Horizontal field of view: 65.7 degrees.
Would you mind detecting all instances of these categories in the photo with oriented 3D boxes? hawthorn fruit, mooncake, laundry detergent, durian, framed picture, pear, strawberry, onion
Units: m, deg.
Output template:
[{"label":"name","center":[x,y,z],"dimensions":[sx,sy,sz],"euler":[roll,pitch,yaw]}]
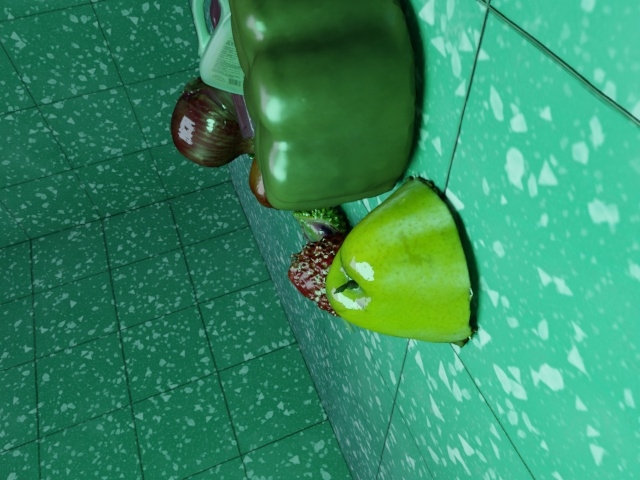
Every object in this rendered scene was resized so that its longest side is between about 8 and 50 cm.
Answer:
[{"label":"hawthorn fruit","center":[-0.095,-0.178,1.247],"dimensions":[0.179,0.179,0.200],"euler":[-127,35,-56]},{"label":"mooncake","center":[-0.021,-0.228,0.736],"dimensions":[0.378,0.200,0.379],"euler":[165,90,-79]},{"label":"laundry detergent","center":[-0.168,-0.457,1.060],"dimensions":[0.280,0.214,0.105],"euler":[100,-177,-50]},{"label":"durian","center":[0.029,-0.027,1.148],"dimensions":[0.108,0.119,0.187],"euler":[9,140,34]},{"label":"framed picture","center":[0.011,0.121,1.332],"dimensions":[0.231,0.018,0.293],"euler":[58,179,-4]},{"label":"pear","center":[0.093,0.051,0.730],"dimensions":[0.267,0.178,0.267],"euler":[165,90,-81]},{"label":"strawberry","center":[0.033,0.068,0.988],"dimensions":[0.187,0.201,0.184],"euler":[-65,-23,-81]},{"label":"onion","center":[-0.343,-0.414,1.667],"dimensions":[0.353,0.353,0.354],"euler":[162,90,-78]}]

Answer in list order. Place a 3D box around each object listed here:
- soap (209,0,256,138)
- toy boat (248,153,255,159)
[{"label":"soap","center":[-0.180,-0.456,1.310],"dimensions":[0.233,0.128,0.360],"euler":[-146,40,-72]},{"label":"toy boat","center":[-0.177,-0.223,1.722],"dimensions":[0.089,0.088,0.230],"euler":[96,153,-64]}]
